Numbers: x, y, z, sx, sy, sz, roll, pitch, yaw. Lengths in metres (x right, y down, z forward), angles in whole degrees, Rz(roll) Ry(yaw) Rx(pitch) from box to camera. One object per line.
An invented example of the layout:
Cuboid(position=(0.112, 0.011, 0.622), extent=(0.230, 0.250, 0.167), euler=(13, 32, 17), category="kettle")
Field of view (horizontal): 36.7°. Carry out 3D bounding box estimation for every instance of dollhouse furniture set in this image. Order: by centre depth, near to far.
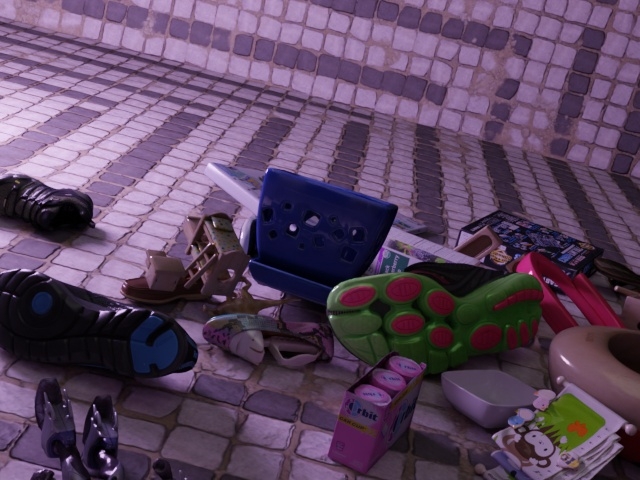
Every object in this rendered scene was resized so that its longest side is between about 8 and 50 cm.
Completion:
Cuboid(position=(-0.231, -0.007, 1.659), extent=(0.160, 0.101, 0.182), euler=(7, 37, -34), category="dollhouse furniture set")
Cuboid(position=(0.351, 0.064, 2.013), extent=(0.151, 0.144, 0.123), euler=(53, 25, 1), category="dollhouse furniture set")

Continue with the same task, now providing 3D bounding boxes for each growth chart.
Cuboid(position=(0.336, 0.298, 1.394), extent=(0.237, 0.021, 0.172), euler=(-36, 44, -28), category="growth chart")

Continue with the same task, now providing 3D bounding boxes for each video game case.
Cuboid(position=(-0.051, -0.067, 2.116), extent=(0.329, 0.036, 0.300), euler=(37, 18, 32), category="video game case")
Cuboid(position=(0.164, -0.049, 2.386), extent=(0.157, 0.019, 0.143), euler=(27, 23, 31), category="video game case")

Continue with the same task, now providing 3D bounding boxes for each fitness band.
Cuboid(position=(0.504, 0.139, 1.914), extent=(0.209, 0.054, 0.291), euler=(2, 46, -48), category="fitness band")

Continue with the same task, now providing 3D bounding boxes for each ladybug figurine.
Cuboid(position=(0.575, 0.277, 1.543), extent=(0.449, 0.162, 0.305), euler=(18, 20, 13), category="ladybug figurine")

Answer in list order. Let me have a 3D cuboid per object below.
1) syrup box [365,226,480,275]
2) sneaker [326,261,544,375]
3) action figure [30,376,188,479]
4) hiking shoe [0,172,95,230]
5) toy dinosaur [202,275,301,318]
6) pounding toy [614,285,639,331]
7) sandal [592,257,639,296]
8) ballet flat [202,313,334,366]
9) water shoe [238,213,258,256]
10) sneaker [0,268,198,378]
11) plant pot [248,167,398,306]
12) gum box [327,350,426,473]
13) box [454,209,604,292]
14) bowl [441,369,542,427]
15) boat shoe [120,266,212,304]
Cuboid(position=(0.203, 0.052, 2.016), extent=(0.236, 0.093, 0.096), euler=(22, 21, 21), category="syrup box")
Cuboid(position=(0.190, 0.132, 1.727), extent=(0.482, 0.185, 0.202), euler=(3, 5, -39), category="sneaker")
Cuboid(position=(-0.252, 0.274, 1.078), extent=(0.185, 0.099, 0.285), euler=(8, 22, -31), category="action figure")
Cuboid(position=(-0.542, -0.069, 1.842), extent=(0.226, 0.086, 0.114), euler=(7, 17, -23), category="hiking shoe")
Cuboid(position=(-0.135, 0.111, 1.707), extent=(0.183, 0.053, 0.093), euler=(-7, 42, -30), category="toy dinosaur")
Cuboid(position=(0.703, 0.168, 2.061), extent=(0.181, 0.094, 0.206), euler=(20, 10, 31), category="pounding toy")
Cuboid(position=(0.740, 0.105, 2.313), extent=(0.219, 0.060, 0.090), euler=(21, 21, -27), category="sandal")
Cuboid(position=(-0.078, 0.166, 1.550), extent=(0.221, 0.077, 0.079), euler=(7, 40, -21), category="ballet flat")
Cuboid(position=(-0.121, -0.010, 1.994), extent=(0.080, 0.073, 0.203), euler=(17, 20, 2), category="water shoe")
Cuboid(position=(-0.342, 0.137, 1.417), extent=(0.340, 0.125, 0.139), euler=(17, -8, 16), category="sneaker")
Cuboid(position=(0.000, 0.000, 1.795), extent=(0.235, 0.212, 0.236), euler=(17, 4, 9), category="plant pot")
Cuboid(position=(0.087, 0.241, 1.384), extent=(0.062, 0.107, 0.188), euler=(21, 20, 20), category="gum box")
Cuboid(position=(0.513, 0.023, 2.348), extent=(0.293, 0.073, 0.295), euler=(23, 21, 23), category="box")
Cuboid(position=(0.275, 0.256, 1.539), extent=(0.142, 0.053, 0.142), euler=(2, 13, -33), category="bowl")
Cuboid(position=(-0.265, 0.072, 1.682), extent=(0.178, 0.060, 0.064), euler=(-1, 25, -37), category="boat shoe")
